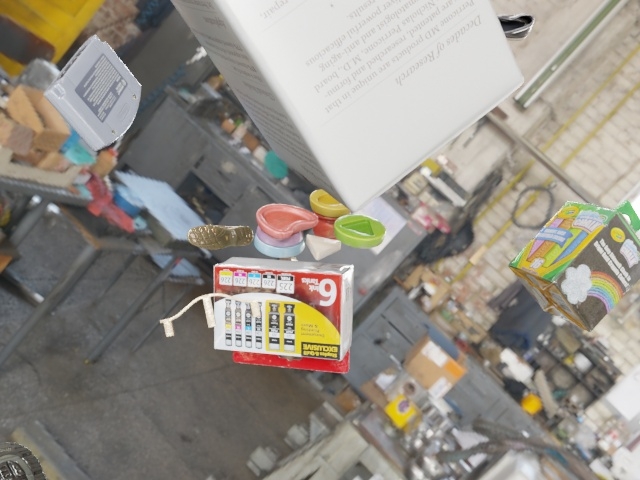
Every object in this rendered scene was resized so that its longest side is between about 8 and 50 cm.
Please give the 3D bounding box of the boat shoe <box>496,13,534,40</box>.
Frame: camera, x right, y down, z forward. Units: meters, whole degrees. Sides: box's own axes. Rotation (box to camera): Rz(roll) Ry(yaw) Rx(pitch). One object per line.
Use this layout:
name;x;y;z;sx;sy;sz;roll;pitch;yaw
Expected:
boat shoe;0.404;-0.512;1.742;0.065;0.206;0.075;129;-42;-72

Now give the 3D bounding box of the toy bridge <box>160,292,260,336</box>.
toy bridge;-0.212;0.134;1.408;0.026;0.188;0.063;151;-72;-82

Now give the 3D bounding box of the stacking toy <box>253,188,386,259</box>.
stacking toy;0.000;0.000;1.887;0.308;0.131;0.279;-16;37;-35

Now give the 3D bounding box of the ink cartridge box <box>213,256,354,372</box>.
ink cartridge box;-0.085;0.189;1.743;0.309;0.272;0.130;3;9;14

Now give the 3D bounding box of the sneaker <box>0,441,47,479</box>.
sneaker;-0.401;0.422;1.045;0.109;0.130;0.286;-19;81;-32

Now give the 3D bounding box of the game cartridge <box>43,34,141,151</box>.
game cartridge;-0.531;-0.347;1.770;0.198;0.062;0.297;58;25;-31

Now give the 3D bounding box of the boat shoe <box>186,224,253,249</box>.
boat shoe;-0.266;-0.009;1.928;0.177;0.064;0.060;-1;2;-30

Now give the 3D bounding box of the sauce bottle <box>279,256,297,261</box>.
sauce bottle;-0.092;0.069;2.268;0.042;0.042;0.128;45;3;15

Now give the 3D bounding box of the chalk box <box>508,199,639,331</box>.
chalk box;0.621;0.031;1.712;0.180;0.289;0.179;48;-8;-22

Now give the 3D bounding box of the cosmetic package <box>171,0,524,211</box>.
cosmetic package;0.015;-0.322;1.080;0.394;0.327;0.329;55;-7;-31
